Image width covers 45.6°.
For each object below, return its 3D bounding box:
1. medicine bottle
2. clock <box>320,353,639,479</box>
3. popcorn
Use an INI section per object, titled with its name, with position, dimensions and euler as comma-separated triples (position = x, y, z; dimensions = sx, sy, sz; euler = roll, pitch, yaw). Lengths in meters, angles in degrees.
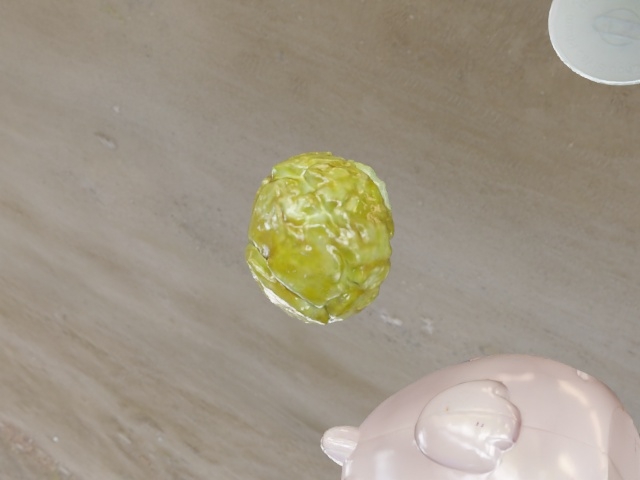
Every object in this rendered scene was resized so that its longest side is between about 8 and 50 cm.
[medicine bottle]
position = 0.433, -0.376, 1.062
dimensions = 0.190, 0.332, 0.190
euler = 14, 137, 13
[clock]
position = 0.219, 0.302, 0.997
dimensions = 0.377, 0.250, 0.368
euler = -8, 135, 36
[popcorn]
position = 0.000, 0.000, 0.969
dimensions = 0.204, 0.184, 0.221
euler = 46, 134, 41
